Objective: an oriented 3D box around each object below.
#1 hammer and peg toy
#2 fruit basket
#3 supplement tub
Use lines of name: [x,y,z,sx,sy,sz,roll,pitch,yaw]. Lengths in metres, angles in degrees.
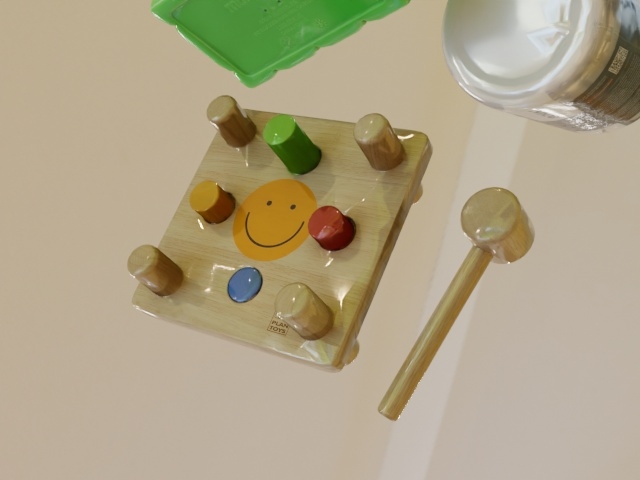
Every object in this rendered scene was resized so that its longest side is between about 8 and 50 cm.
hammer and peg toy: [0.000,0.000,0.810,0.266,0.361,0.127,-65,-33,-18]
fruit basket: [0.005,-0.401,1.018,0.283,0.392,0.392,34,-92,-30]
supplement tub: [0.318,-0.246,1.054,0.338,0.207,0.207,1,-69,-51]
